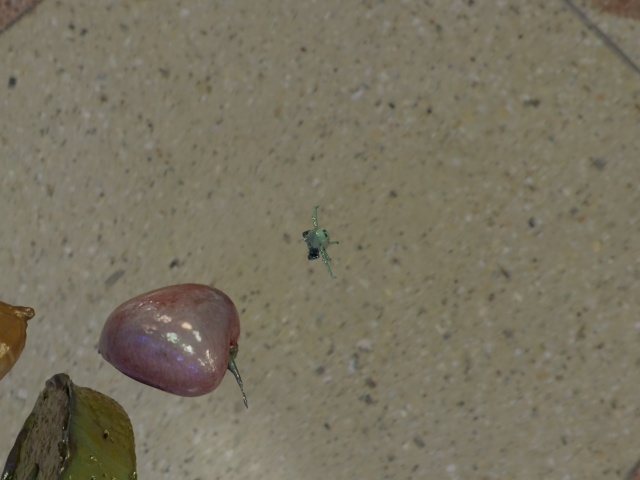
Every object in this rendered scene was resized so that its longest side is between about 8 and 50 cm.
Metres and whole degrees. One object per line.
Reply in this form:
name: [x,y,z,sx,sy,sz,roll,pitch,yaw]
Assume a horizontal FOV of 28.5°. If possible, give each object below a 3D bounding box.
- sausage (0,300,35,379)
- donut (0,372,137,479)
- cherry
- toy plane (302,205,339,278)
sausage: [-0.237,0.089,0.699,0.183,0.062,0.054,-36,101,-7]
donut: [-0.274,0.279,1.350,0.107,0.272,0.272,20,64,-24]
cherry: [-0.124,0.086,1.092,0.126,0.087,0.106,2,36,-21]
toy plane: [-0.003,0.001,1.314,0.033,0.083,0.080,-14,79,8]
